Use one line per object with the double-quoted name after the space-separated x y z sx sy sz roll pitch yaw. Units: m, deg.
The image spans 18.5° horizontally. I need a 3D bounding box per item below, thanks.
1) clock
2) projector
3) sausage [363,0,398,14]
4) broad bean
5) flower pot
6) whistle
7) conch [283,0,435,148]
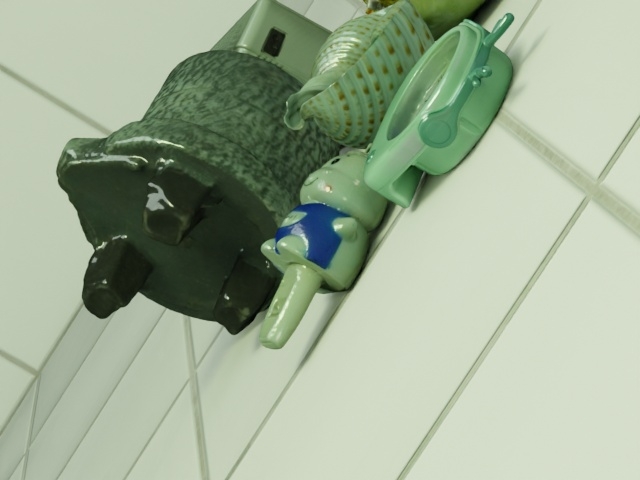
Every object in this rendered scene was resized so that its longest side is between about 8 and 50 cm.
0.124 -0.134 1.883 0.211 0.066 0.159 -42 20 54 "clock"
-0.043 -0.186 2.437 0.099 0.192 0.256 -67 13 -18 "projector"
0.130 -0.434 2.514 0.347 0.123 0.123 -64 12 -22 "sausage"
0.163 -0.302 2.116 0.169 0.100 0.228 -55 -4 -27 "broad bean"
-0.152 -0.051 2.271 0.299 0.299 0.283 -46 13 49 "flower pot"
0.000 0.000 1.995 0.244 0.092 0.110 -60 22 -17 "whistle"
0.056 -0.158 2.069 0.172 0.131 0.200 -19 31 51 "conch"
